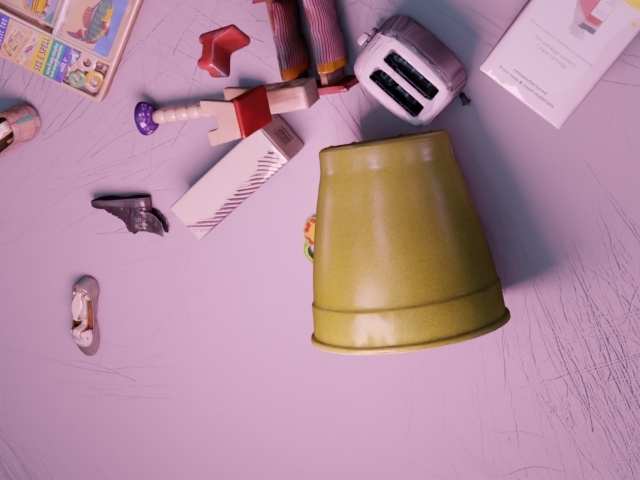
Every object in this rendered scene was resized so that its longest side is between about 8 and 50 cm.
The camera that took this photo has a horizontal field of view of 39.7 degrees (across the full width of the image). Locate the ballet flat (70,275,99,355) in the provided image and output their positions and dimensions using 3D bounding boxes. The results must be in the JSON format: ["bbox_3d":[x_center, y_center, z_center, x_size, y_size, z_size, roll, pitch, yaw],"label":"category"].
[{"bbox_3d":[-0.552,0.185,2.049,0.072,0.068,0.213,14,115,13],"label":"ballet flat"}]

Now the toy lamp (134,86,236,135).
[{"bbox_3d":[-0.234,-0.256,1.761,0.275,0.080,0.080,-5,109,22],"label":"toy lamp"}]

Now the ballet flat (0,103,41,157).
[{"bbox_3d":[-0.750,-0.207,1.936,0.316,0.106,0.107,-28,100,26],"label":"ballet flat"}]

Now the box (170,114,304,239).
[{"bbox_3d":[-0.168,-0.127,1.772,0.275,0.113,0.094,-39,96,29],"label":"box"}]

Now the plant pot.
[{"bbox_3d":[0.140,-0.013,1.609,0.367,0.366,0.352,-6,97,21],"label":"plant pot"}]

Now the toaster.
[{"bbox_3d":[0.163,-0.291,1.573,0.227,0.146,0.129,43,118,-2],"label":"toaster"}]

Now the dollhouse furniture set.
[{"bbox_3d":[-0.064,-0.318,1.514,0.152,0.374,0.201,-4,111,25],"label":"dollhouse furniture set"}]

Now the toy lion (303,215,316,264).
[{"bbox_3d":[0.000,0.000,1.813,0.096,0.034,0.100,44,118,5],"label":"toy lion"}]

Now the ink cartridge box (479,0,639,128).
[{"bbox_3d":[0.438,-0.395,1.367,0.160,0.279,0.384,38,117,2],"label":"ink cartridge box"}]

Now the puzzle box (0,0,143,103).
[{"bbox_3d":[-0.482,-0.499,1.718,0.272,0.052,0.409,25,120,-7],"label":"puzzle box"}]

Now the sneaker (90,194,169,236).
[{"bbox_3d":[-0.414,-0.052,1.917,0.170,0.051,0.089,-2,106,16],"label":"sneaker"}]
